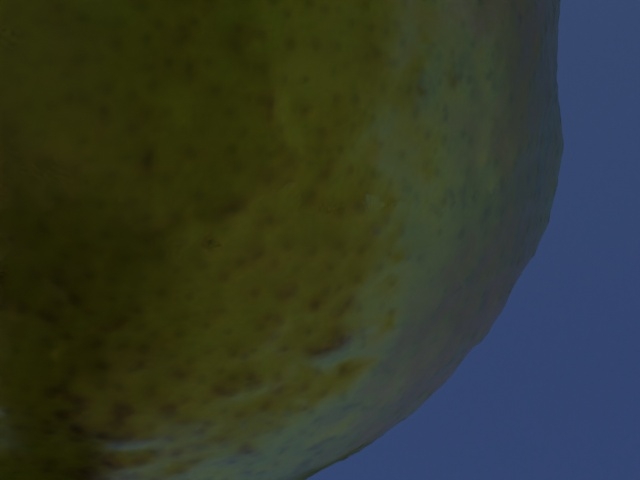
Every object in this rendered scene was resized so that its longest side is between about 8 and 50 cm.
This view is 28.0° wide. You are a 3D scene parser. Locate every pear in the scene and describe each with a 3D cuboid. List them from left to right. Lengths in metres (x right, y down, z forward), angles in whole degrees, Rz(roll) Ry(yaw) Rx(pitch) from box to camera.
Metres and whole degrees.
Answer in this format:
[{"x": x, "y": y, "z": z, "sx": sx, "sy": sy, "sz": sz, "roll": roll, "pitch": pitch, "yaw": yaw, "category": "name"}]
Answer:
[{"x": -0.063, "y": -0.069, "z": 0.567, "sx": 0.391, "sy": 0.391, "sz": 0.391, "roll": 3, "pitch": -66, "yaw": 6, "category": "pear"}]
